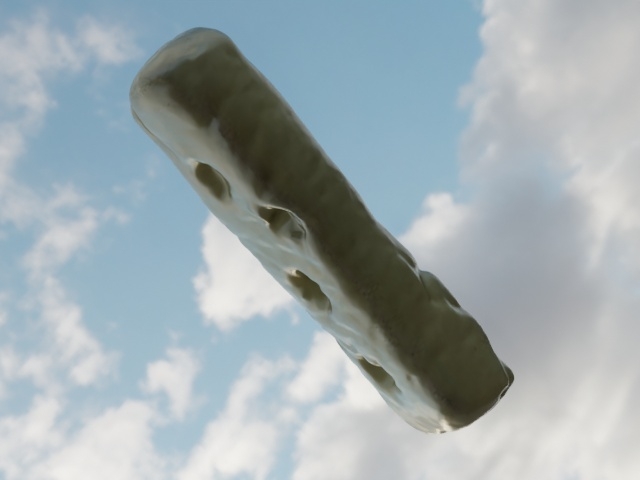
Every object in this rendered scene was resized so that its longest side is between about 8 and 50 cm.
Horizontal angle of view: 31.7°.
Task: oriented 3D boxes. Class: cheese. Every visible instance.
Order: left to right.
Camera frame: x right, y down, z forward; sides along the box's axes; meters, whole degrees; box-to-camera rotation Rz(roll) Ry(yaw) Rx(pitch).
[{"bbox_3d":[0.000,0.000,0.444,0.194,0.065,0.043,47,-109,-9],"label":"cheese"}]
